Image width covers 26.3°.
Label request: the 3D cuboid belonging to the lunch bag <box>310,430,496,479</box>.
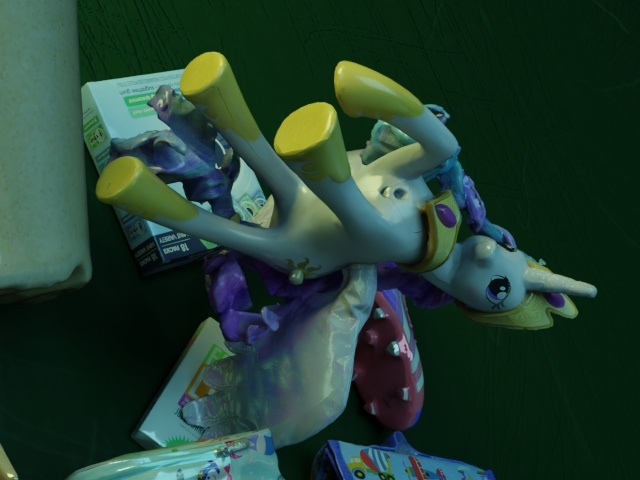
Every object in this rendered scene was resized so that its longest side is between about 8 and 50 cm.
[{"bbox_3d":[0.102,0.319,1.291,0.221,0.138,0.293,14,47,-37],"label":"lunch bag"}]

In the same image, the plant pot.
[{"bbox_3d":[-0.304,-0.094,1.010,0.334,0.334,0.305,-8,85,-45],"label":"plant pot"}]

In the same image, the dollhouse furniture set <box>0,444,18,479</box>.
[{"bbox_3d":[-0.315,0.154,0.842,0.262,0.259,0.135,-1,28,-32],"label":"dollhouse furniture set"}]

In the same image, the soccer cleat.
[{"bbox_3d":[0.064,0.073,1.406,0.095,0.083,0.248,-2,67,-49],"label":"soccer cleat"}]

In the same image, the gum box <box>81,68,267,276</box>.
[{"bbox_3d":[-0.140,-0.071,1.319,0.157,0.041,0.184,-17,80,-47],"label":"gum box"}]

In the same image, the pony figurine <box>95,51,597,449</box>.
[{"bbox_3d":[0.000,0.000,1.112,0.363,0.351,0.303,37,53,-42],"label":"pony figurine"}]

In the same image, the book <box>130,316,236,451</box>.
[{"bbox_3d":[-0.101,0.151,1.243,0.096,0.035,0.144,41,47,-13],"label":"book"}]

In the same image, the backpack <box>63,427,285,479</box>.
[{"bbox_3d":[-0.124,0.256,1.021,0.253,0.225,0.191,-16,76,-36],"label":"backpack"}]
